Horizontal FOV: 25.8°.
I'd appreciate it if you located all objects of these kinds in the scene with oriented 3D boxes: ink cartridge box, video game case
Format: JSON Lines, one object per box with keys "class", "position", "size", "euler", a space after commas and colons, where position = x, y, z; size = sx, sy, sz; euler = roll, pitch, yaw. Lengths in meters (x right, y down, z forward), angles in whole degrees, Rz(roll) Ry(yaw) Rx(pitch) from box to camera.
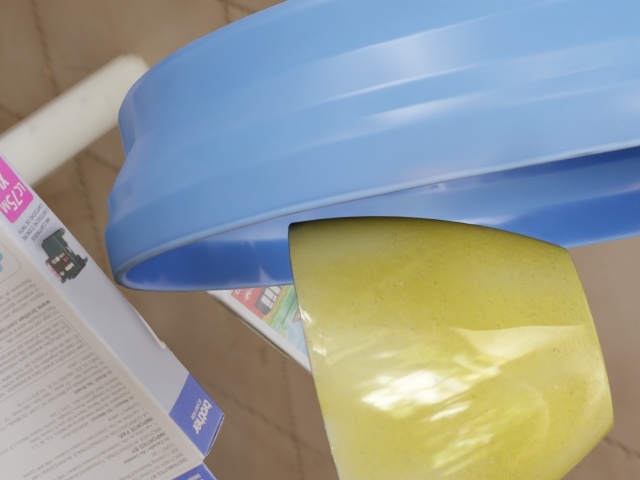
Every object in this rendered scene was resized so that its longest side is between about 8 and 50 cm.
{"class": "ink cartridge box", "position": [-0.199, 0.090, 0.907], "size": [0.186, 0.065, 0.311], "euler": [-31, 105, 24]}
{"class": "video game case", "position": [0.000, 0.000, 1.250], "size": [0.025, 0.204, 0.285], "euler": [24, 170, 23]}

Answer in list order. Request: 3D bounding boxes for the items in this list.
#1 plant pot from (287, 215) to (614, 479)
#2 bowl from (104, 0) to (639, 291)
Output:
{"class": "plant pot", "position": [0.051, 0.047, 0.507], "size": [0.134, 0.095, 0.134], "euler": [-15, -90, -85]}
{"class": "bowl", "position": [0.101, -0.046, 0.589], "size": [0.391, 0.391, 0.077], "euler": [-18, 79, 57]}
